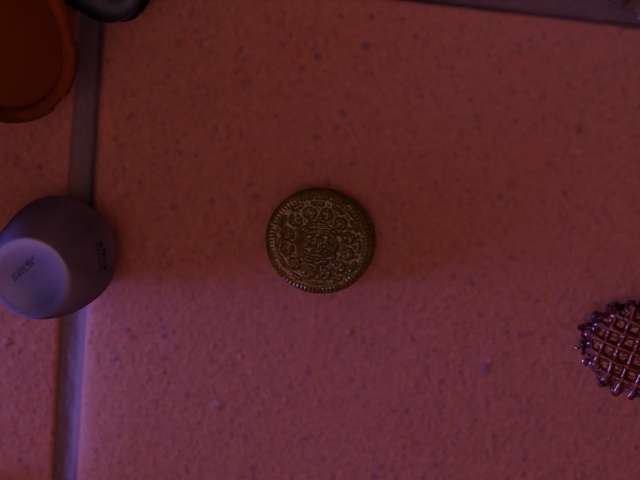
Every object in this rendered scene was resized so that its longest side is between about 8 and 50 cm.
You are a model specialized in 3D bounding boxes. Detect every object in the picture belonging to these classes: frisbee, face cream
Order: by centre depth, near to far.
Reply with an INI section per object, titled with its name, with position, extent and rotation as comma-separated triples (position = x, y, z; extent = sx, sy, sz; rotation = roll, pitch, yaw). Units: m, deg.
[frisbee]
position = -0.260, -0.174, 1.242
extent = 0.192, 0.035, 0.192
rotation = 17, 133, 19
[face cream]
position = -0.207, 0.015, 1.278
extent = 0.091, 0.095, 0.091
rotation = 3, 107, 10

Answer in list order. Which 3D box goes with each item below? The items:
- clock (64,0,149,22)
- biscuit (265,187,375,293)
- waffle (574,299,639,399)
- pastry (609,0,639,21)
[clock]
position = -0.197, -0.330, 1.201
extent = 0.273, 0.049, 0.278
rotation = 31, 110, 1
[biscuit]
position = 0.000, 0.000, 1.270
extent = 0.084, 0.023, 0.084
rotation = 3, 105, 12
[waffle]
position = 0.234, 0.081, 1.243
extent = 0.083, 0.029, 0.075
rotation = -18, 98, 19
[pastry]
position = 0.240, -0.246, 1.115
extent = 0.182, 0.093, 0.192
rotation = -3, 104, 9
